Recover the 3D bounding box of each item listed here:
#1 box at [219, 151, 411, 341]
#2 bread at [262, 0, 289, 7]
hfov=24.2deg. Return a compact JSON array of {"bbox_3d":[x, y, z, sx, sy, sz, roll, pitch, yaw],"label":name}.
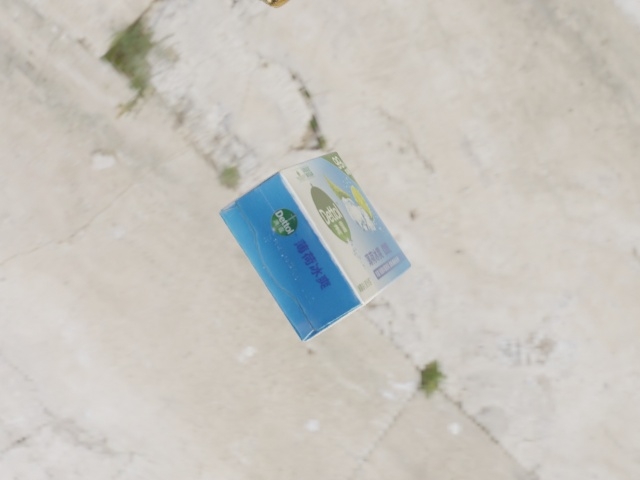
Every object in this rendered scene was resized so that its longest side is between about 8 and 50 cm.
[{"bbox_3d":[0.000,0.000,1.370,0.073,0.194,0.139,-33,89,18],"label":"box"},{"bbox_3d":[-0.044,-0.240,1.285,0.077,0.083,0.070,23,99,-15],"label":"bread"}]
